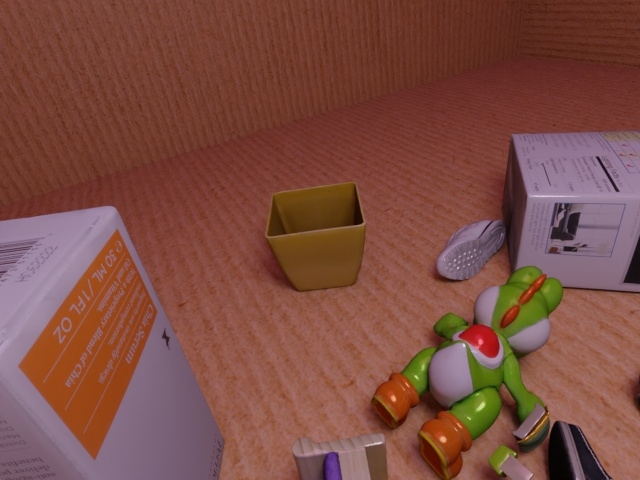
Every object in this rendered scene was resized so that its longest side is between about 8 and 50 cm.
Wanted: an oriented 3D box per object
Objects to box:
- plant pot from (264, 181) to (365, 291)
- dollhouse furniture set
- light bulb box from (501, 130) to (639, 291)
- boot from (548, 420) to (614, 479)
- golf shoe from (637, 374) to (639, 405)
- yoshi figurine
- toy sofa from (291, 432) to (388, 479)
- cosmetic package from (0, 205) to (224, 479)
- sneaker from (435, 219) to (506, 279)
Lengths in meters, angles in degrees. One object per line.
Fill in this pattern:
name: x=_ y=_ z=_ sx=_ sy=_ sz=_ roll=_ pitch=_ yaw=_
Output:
plant pot: x=0.000 y=0.000 z=0.987 sx=0.213 sy=0.187 sz=0.212 roll=-8 pitch=33 yaw=4
dollhouse furniture set: x=0.274 y=0.295 z=0.545 sx=0.152 sy=0.076 sz=0.059 roll=-44 pitch=39 yaw=-10
light bulb box: x=0.619 y=-0.082 z=0.918 sx=0.362 sy=0.225 sz=0.357 roll=3 pitch=34 yaw=18
boot: x=0.387 y=0.332 z=0.479 sx=0.179 sy=0.085 sz=0.236 roll=-2 pitch=38 yaw=7
golf shoe: x=0.598 y=0.236 z=0.555 sx=0.120 sy=0.105 sz=0.273 roll=-26 pitch=36 yaw=-36
yoshi figurine: x=0.263 y=0.197 z=0.681 sx=0.362 sy=0.203 sz=0.203 roll=-39 pitch=6 yaw=-19
toy sofa: x=0.018 y=0.399 z=0.407 sx=0.177 sy=0.150 sz=0.362 roll=-9 pitch=33 yaw=-1
cosmetic package: x=-0.261 y=0.215 z=0.478 sx=0.162 sy=0.452 sz=0.230 roll=-8 pitch=33 yaw=2
sneaker: x=0.340 y=0.020 z=0.981 sx=0.235 sy=0.089 sz=0.095 roll=-27 pitch=24 yaw=-31
